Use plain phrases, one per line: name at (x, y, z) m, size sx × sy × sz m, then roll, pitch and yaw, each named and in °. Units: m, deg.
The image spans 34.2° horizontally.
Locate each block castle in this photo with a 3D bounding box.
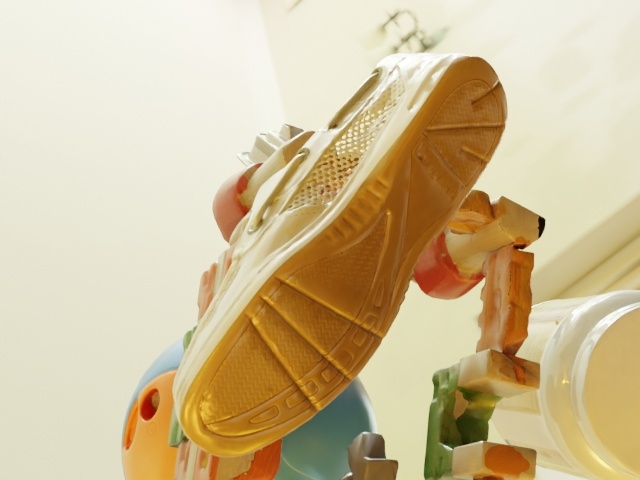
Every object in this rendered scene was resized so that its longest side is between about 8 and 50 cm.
block castle at (0.024, 0.154, 0.945) m, size 0.303 × 0.213 × 0.453 m, roll 14°, pitch -112°, yaw -19°

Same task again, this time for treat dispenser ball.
treat dispenser ball at (-0.079, 0.229, 1.175) m, size 0.288 × 0.288 × 0.288 m, roll 44°, pitch -161°, yaw -19°

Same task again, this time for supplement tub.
supplement tub at (0.346, 0.178, 1.260) m, size 0.228 × 0.228 × 0.316 m, roll 49°, pitch 169°, yaw -1°

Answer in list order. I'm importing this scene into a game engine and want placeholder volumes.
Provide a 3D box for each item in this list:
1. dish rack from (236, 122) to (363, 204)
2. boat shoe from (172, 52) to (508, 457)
dish rack at (0.073, -0.078, 1.480) m, size 0.333 × 0.072 × 0.285 m, roll 13°, pitch -165°, yaw -32°
boat shoe at (0.000, 0.000, 0.618) m, size 0.096 × 0.277 × 0.098 m, roll 23°, pitch 159°, yaw 46°
